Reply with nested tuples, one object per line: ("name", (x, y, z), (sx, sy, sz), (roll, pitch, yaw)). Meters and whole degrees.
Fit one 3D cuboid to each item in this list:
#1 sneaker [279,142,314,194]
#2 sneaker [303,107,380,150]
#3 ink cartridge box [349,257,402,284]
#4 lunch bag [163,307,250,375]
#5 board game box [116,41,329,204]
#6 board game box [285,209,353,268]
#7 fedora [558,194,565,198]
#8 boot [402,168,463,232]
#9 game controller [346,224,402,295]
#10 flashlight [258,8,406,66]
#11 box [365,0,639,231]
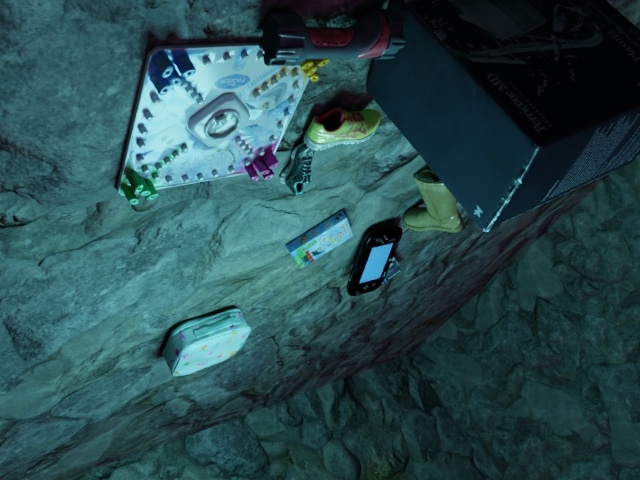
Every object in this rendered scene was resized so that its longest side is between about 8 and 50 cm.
("sneaker", (-0.043, -0.182, 1.655), (0.065, 0.076, 0.166), (-17, 152, -35))
("sneaker", (0.062, -0.286, 1.584), (0.208, 0.081, 0.094), (-23, 153, -22))
("ink cartridge box", (0.236, 0.121, 2.633), (0.165, 0.065, 0.333), (-36, 158, 4))
("lunch bag", (-0.379, 0.335, 2.197), (0.279, 0.108, 0.224), (-16, 149, -36))
("board game box", (-0.204, -0.241, 1.365), (0.390, 0.050, 0.390), (-15, 151, -37))
("board game box", (0.000, 0.000, 2.118), (0.211, 0.039, 0.160), (-33, 157, -3))
("fedora", (0.839, -0.312, 2.401), (0.152, 0.334, 0.334), (7, 149, -2))
("boot", (0.364, -0.141, 2.226), (0.269, 0.236, 0.089), (58, 44, -48))
("game controller", (0.198, 0.076, 2.399), (0.166, 0.067, 0.319), (-5, 133, -26))
("flashlight", (0.028, -0.409, 1.287), (0.304, 0.103, 0.103), (-10, 165, -34))
("box", (0.440, -0.345, 1.448), (0.472, 0.480, 0.297), (-24, 153, -23))
